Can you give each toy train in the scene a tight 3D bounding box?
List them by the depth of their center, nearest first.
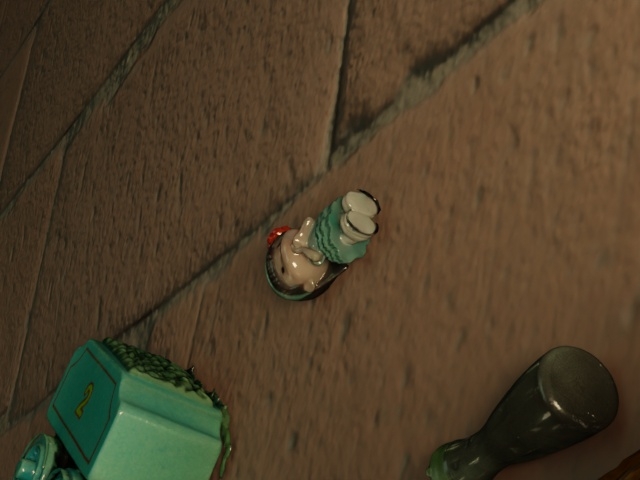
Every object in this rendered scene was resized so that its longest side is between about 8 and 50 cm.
[{"bbox_3d":[-0.157,0.166,1.053,0.163,0.112,0.203,-66,25,-1],"label":"toy train"}]

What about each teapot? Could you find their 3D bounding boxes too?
[{"bbox_3d":[0.091,0.090,0.644,0.110,0.043,0.042,-47,33,50],"label":"teapot"}]

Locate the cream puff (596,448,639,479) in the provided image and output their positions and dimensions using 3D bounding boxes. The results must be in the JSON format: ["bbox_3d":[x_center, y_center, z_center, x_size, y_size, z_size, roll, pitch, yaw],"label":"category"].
[{"bbox_3d":[0.144,0.129,0.261,0.303,0.212,0.303,-42,6,5],"label":"cream puff"}]

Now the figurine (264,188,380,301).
[{"bbox_3d":[0.000,0.000,0.907,0.106,0.047,0.060,-38,56,47],"label":"figurine"}]
